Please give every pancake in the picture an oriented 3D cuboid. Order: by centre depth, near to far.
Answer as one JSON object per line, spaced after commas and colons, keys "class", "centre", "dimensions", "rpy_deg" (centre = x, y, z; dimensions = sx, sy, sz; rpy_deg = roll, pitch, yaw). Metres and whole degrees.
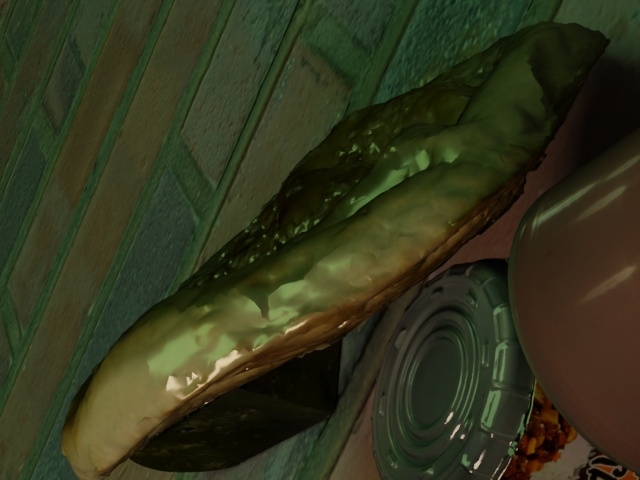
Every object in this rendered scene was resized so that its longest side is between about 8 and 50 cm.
{"class": "pancake", "centre": [0.000, 0.000, 0.893], "dimensions": [0.387, 0.082, 0.387], "rpy_deg": [-40, 6, 5]}

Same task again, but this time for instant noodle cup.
{"class": "instant noodle cup", "centre": [0.104, 0.081, 0.763], "dimensions": [0.208, 0.126, 0.177], "rpy_deg": [25, 96, 65]}

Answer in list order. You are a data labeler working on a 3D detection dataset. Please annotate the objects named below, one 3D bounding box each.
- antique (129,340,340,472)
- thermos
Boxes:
{"class": "antique", "centre": [-0.072, 0.111, 1.175], "dimensions": [0.221, 0.080, 0.081], "rpy_deg": [-37, 41, 54]}
{"class": "thermos", "centre": [0.212, -0.006, 0.591], "dimensions": [0.176, 0.146, 0.265], "rpy_deg": [58, 140, 5]}
